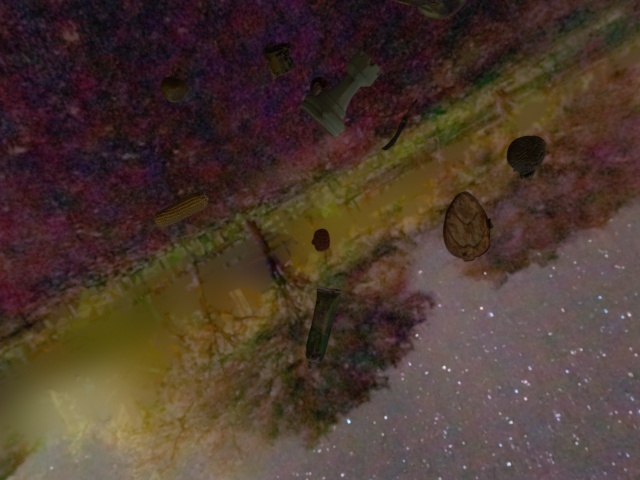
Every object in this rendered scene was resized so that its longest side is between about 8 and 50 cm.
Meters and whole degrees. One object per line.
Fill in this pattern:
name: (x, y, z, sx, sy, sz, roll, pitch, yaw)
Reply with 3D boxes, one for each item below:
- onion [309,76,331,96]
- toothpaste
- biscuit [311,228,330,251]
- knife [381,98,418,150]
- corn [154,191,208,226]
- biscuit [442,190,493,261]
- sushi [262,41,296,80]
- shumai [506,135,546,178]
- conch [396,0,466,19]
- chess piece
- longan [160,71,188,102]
onion: (0.002, -0.647, 1.883, 0.097, 0.107, 0.107, -32, -179, -25)
toothpaste: (0.001, 0.255, 1.268, 0.078, 0.248, 0.047, 13, -176, 1)
biscuit: (0.000, 0.000, 1.716, 0.078, 0.091, 0.015, -15, 165, 19)
knife: (0.306, -0.428, 1.653, 0.045, 0.021, 0.222, 23, 105, -47)
corn: (-0.489, -0.110, 1.554, 0.206, 0.067, 0.067, -25, 180, 1)
biscuit: (0.537, -0.051, 1.621, 0.203, 0.260, 0.041, -2, 175, -14)
sushi: (-0.167, -0.751, 1.843, 0.131, 0.139, 0.291, -29, -149, -7)
shumai: (0.445, -0.181, 0.962, 0.083, 0.082, 0.080, -50, 168, 4)
conch: (0.239, -0.574, 0.986, 0.187, 0.124, 0.181, 14, -160, 12)
chess piece: (0.087, -0.559, 1.663, 0.299, 0.194, 0.194, -48, 178, 7)
longan: (-0.414, -0.434, 1.247, 0.075, 0.075, 0.083, -30, 147, -45)
